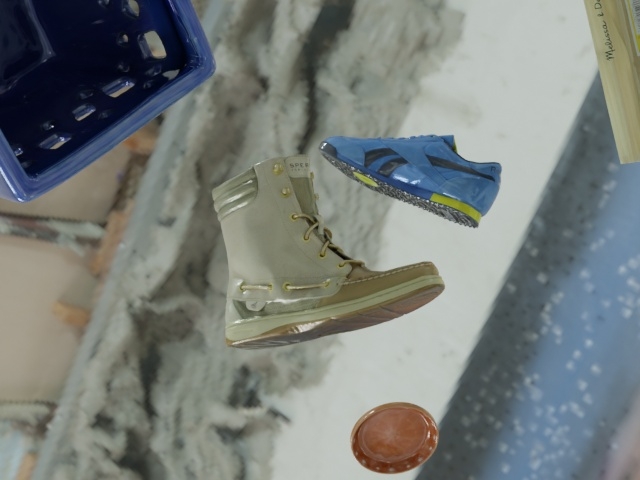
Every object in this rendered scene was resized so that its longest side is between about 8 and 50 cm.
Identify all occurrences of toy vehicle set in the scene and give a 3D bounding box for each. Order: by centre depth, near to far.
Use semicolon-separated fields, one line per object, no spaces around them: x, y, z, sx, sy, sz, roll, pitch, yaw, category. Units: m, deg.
0.316;-0.222;1.339;0.166;0.035;0.266;-21;-80;-42;toy vehicle set

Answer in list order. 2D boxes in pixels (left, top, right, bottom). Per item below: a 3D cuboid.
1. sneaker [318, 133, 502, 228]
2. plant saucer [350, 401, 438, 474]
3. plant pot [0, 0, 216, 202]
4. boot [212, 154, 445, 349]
0.099;-0.085;1.532;0.082;0.209;0.069;-65;-25;-7;sneaker
0.069;0.184;1.318;0.084;0.013;0.083;-4;-58;-6;plant saucer
-0.269;-0.188;1.221;0.236;0.212;0.236;-39;-65;-31;plant pot
0.000;0.000;1.247;0.077;0.213;0.165;17;-118;-59;boot
